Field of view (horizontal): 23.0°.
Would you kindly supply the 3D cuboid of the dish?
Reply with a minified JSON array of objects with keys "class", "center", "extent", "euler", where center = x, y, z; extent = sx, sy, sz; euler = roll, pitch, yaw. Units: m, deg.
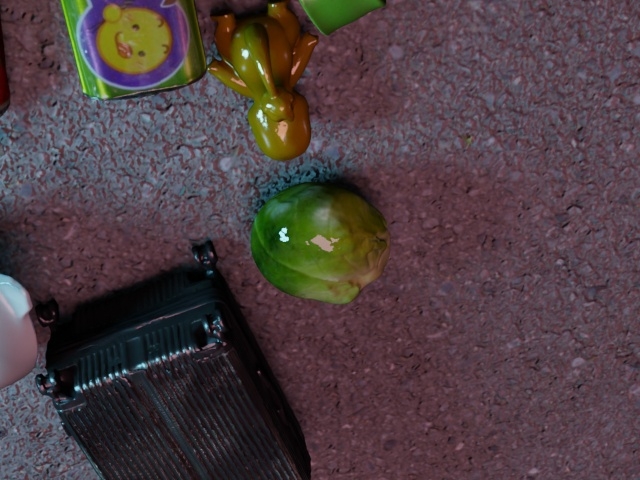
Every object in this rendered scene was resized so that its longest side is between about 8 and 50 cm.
[{"class":"dish","center":[-0.418,0.089,1.684],"extent":[0.228,0.086,0.236],"euler":[41,139,-1]}]

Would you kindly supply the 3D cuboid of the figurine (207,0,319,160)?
[{"class":"figurine","center":[-0.048,-0.153,1.612],"extent":[0.121,0.122,0.176],"euler":[-17,126,0]}]

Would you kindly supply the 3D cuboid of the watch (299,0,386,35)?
[{"class":"watch","center":[-0.011,-0.283,1.507],"extent":[0.131,0.152,0.165],"euler":[-24,127,12]}]

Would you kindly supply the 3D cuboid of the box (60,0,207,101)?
[{"class":"box","center":[-0.200,-0.303,1.493],"extent":[0.134,0.097,0.346],"euler":[-9,126,-2]}]

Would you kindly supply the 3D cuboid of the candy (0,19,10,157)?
[{"class":"candy","center":[-0.357,-0.194,1.570],"extent":[0.086,0.059,0.292],"euler":[-8,128,-14]}]

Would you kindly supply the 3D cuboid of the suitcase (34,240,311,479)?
[{"class":"suitcase","center":[-0.160,0.196,1.834],"extent":[0.229,0.152,0.335],"euler":[-20,128,6]}]

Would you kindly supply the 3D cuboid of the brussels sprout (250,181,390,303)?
[{"class":"brussels sprout","center":[-0.001,-0.004,1.732],"extent":[0.155,0.117,0.155],"euler":[-13,147,-9]}]
